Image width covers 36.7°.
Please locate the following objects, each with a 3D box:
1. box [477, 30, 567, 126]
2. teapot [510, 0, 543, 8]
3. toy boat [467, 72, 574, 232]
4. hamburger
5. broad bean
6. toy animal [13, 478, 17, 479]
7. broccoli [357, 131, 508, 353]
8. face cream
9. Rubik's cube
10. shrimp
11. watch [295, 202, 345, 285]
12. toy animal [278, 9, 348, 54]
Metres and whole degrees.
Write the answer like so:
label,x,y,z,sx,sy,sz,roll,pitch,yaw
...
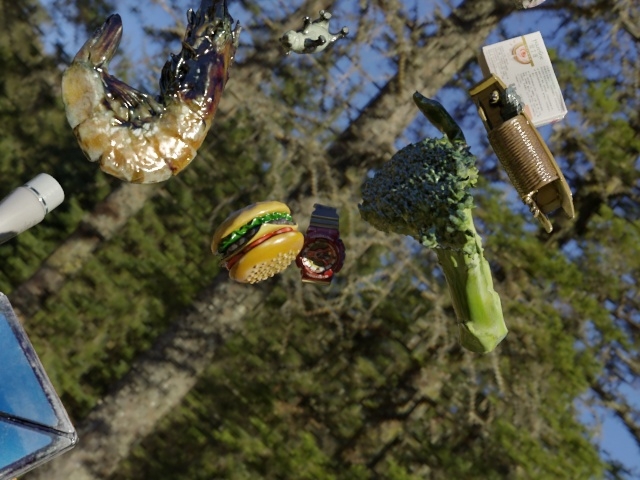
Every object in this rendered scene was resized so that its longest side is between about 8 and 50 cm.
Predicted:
label,x,y,z,sx,sy,sz,roll,pitch,yaw
box,0.439,-0.341,2.108,0.081,0.135,0.199,91,-17,-84
teapot,0.396,-0.562,1.923,0.222,0.178,0.163,38,6,4
toy boat,0.371,-0.163,1.776,0.310,0.089,0.115,62,24,2
hamburger,-0.110,0.004,1.682,0.115,0.162,0.162,60,-12,16
broad bean,0.281,-0.265,2.185,0.195,0.046,0.061,53,4,27
toy animal,-0.580,0.460,1.670,0.255,0.116,0.114,2,24,-46
broccoli,0.234,-0.010,1.830,0.275,0.353,0.397,-17,-48,26
face cream,-0.684,-0.029,2.056,0.089,0.314,0.143,49,-36,-8
Rubik's cube,-0.534,0.253,1.455,0.259,0.260,0.255,63,-18,7
shrimp,-0.250,-0.259,1.450,0.233,0.364,0.071,26,-19,-24
watch,-0.001,0.006,2.016,0.102,0.164,0.268,9,4,-1
toy animal,-0.027,-0.567,2.676,0.121,0.225,0.093,-29,-86,36
